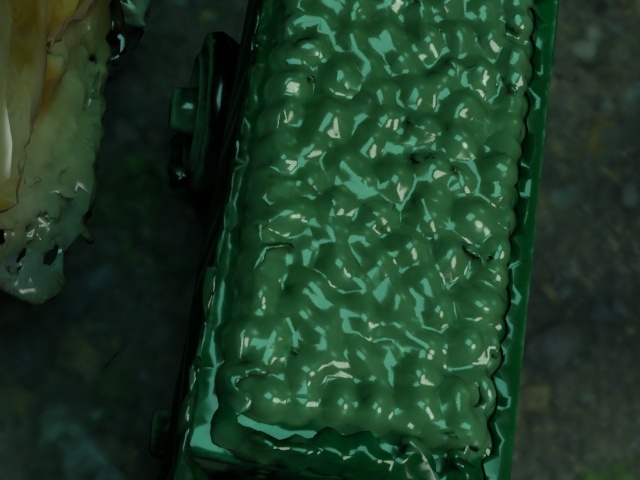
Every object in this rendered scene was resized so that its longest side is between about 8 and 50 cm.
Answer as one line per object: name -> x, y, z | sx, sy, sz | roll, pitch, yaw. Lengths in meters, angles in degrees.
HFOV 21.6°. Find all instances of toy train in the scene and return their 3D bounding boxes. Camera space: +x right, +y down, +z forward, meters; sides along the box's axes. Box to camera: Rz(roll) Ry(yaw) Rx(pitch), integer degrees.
toy train -> 0.000, 0.000, 0.564 | 0.115, 0.154, 0.269 | 12, 68, -7

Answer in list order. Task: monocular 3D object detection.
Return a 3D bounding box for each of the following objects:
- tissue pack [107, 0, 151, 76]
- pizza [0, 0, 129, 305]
tissue pack -> -0.103, -0.150, 0.644 | 0.108, 0.060, 0.148 | 18, 68, -9
pizza -> -0.178, -0.242, 0.504 | 0.392, 0.080, 0.435 | 26, 60, -33
